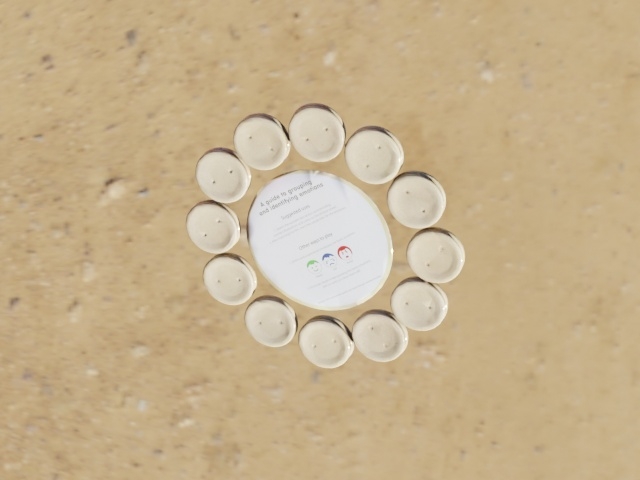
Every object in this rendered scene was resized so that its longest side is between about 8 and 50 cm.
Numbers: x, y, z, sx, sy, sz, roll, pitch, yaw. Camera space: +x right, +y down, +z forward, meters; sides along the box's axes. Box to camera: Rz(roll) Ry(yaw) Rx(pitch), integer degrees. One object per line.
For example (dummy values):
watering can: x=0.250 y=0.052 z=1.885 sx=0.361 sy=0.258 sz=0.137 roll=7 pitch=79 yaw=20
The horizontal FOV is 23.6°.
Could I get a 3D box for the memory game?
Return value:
memory game: x=0.000 y=0.000 z=0.971 sx=0.186 sy=0.186 sz=0.012 roll=61 pitch=31 yaw=-15
